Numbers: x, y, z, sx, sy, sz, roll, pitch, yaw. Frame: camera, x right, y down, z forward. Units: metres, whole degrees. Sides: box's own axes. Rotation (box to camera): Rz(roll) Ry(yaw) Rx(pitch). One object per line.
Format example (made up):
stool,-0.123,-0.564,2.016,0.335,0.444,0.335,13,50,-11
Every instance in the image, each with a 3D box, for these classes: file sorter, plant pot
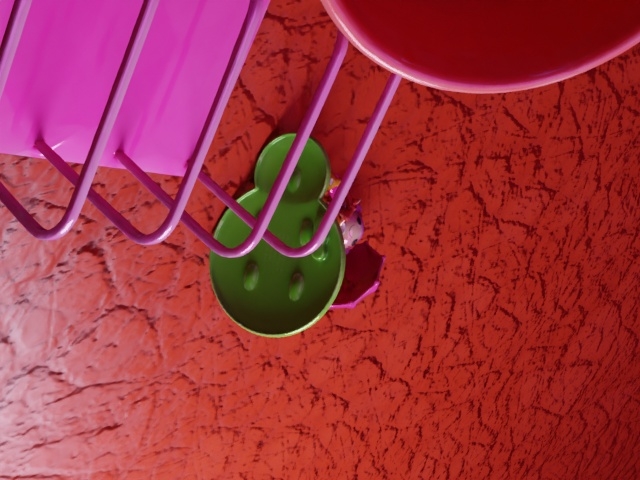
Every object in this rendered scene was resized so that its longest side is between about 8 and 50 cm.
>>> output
file sorter,-0.115,-0.107,0.646,0.290,0.182,0.202,5,117,-46
plant pot,0.090,-0.265,0.623,0.275,0.243,0.275,-8,130,-10

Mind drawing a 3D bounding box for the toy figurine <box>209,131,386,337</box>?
toy figurine,0.000,0.000,0.938,0.159,0.130,0.173,9,90,-63
